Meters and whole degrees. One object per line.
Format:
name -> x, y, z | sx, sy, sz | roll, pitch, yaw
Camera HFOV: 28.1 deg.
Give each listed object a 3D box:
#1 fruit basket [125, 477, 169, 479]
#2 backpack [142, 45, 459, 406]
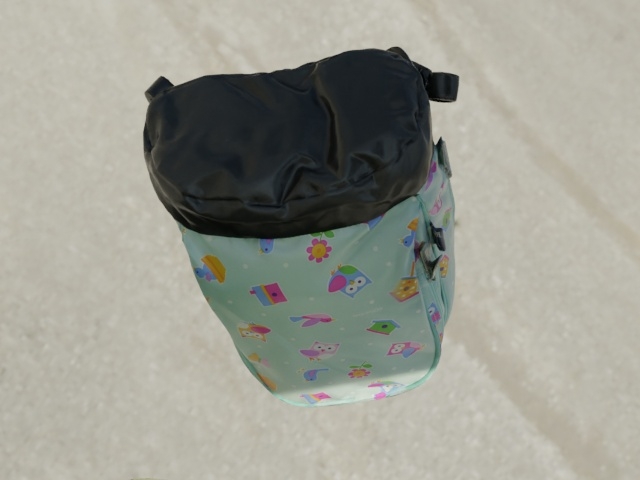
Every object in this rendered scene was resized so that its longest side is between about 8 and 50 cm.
fruit basket -> -0.133, 0.182, 0.516 | 0.283, 0.392, 0.392 | 52, 25, 4
backpack -> 0.000, 0.000, 0.637 | 0.182, 0.151, 0.115 | 68, 24, -52
